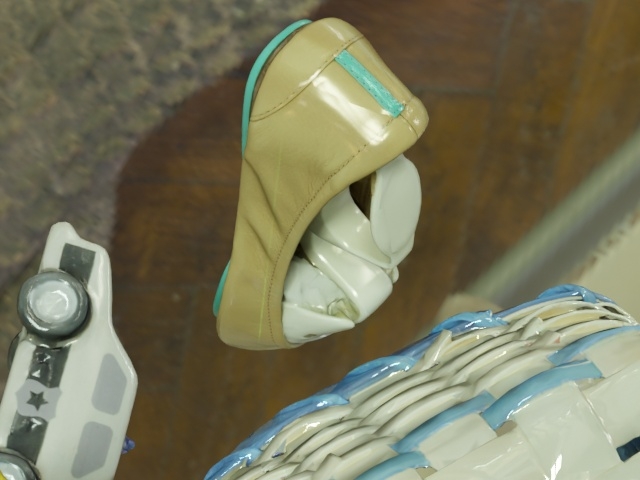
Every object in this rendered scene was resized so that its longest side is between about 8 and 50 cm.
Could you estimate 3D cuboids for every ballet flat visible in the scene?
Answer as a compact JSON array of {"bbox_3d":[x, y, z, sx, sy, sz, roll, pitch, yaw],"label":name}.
[{"bbox_3d":[0.000,0.000,0.802,0.080,0.073,0.232,-47,164,-23],"label":"ballet flat"}]

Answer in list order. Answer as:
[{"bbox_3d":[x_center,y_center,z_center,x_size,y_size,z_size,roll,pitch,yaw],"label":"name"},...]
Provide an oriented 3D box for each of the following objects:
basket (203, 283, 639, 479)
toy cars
[{"bbox_3d":[0.060,0.141,0.797,0.255,0.289,0.201,-28,92,-8],"label":"basket"},{"bbox_3d":[-0.126,0.143,0.874,0.087,0.393,0.176,16,117,-7],"label":"toy cars"}]
